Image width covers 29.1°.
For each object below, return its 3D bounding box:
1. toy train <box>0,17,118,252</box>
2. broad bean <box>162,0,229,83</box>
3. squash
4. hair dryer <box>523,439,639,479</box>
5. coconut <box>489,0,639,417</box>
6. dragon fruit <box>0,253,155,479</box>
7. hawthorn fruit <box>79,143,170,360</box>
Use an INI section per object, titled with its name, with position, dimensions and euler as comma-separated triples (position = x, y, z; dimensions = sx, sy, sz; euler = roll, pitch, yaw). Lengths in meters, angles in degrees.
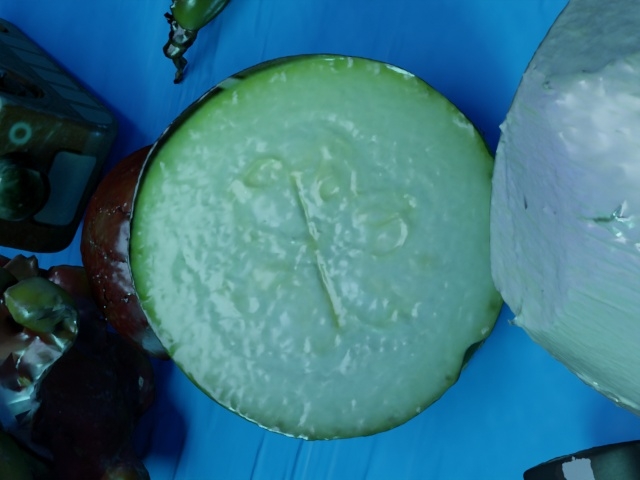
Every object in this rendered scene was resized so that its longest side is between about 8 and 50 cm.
[toy train]
position = -0.277, -0.098, 0.999
dimensions = 0.326, 0.159, 0.129
euler = 39, 111, 45
[broad bean]
position = -0.076, -0.270, 0.864
dimensions = 0.075, 0.067, 0.325
euler = 11, 99, 30
[squash]
position = 0.001, 0.001, 0.697
dimensions = 0.219, 0.041, 0.219
euler = -1, 85, 9
[hair dryer]
position = 0.095, 0.223, 0.625
dimensions = 0.248, 0.078, 0.196
euler = -25, 69, 38
[coconut]
position = 0.171, -0.024, 0.473
dimensions = 0.230, 0.227, 0.227
euler = 32, 109, 36
[dragon fruit]
position = -0.236, 0.115, 0.859
dimensions = 0.243, 0.227, 0.307
euler = 23, 146, 35
[hawthorn fruit]
position = -0.089, 0.000, 0.807
dimensions = 0.172, 0.148, 0.148
euler = 24, 105, 61
